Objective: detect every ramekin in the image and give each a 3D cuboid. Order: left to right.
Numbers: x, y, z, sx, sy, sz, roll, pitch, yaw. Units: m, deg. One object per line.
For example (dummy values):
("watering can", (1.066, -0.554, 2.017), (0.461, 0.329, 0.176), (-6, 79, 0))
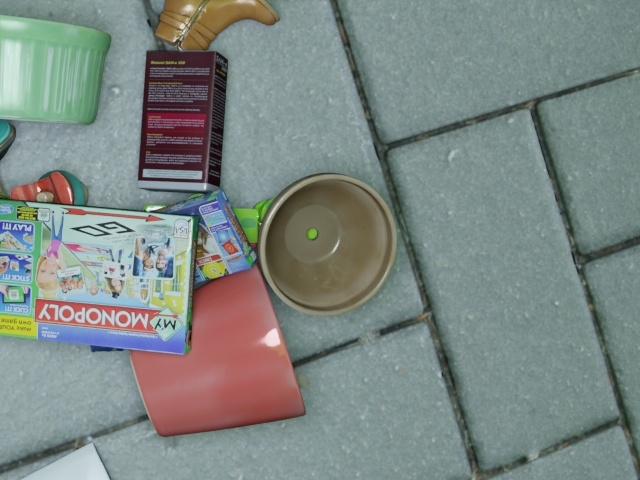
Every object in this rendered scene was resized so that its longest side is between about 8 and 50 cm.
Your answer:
("ramekin", (-0.486, -0.264, 1.519), (0.303, 0.303, 0.148), (3, 96, -15))

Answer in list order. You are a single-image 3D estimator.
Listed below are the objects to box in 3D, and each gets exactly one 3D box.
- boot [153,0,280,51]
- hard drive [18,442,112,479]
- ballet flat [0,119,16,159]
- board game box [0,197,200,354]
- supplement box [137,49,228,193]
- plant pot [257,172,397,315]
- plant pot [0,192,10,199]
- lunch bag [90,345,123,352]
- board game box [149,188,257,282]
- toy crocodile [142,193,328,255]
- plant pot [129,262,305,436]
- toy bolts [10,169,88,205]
("boot", (-0.185, -0.385, 1.718), (0.197, 0.073, 0.152), (25, 87, -9))
("hard drive", (-0.487, 0.521, 1.595), (0.353, 0.047, 0.233), (-27, 76, -13))
("ballet flat", (-0.615, -0.105, 1.585), (0.280, 0.095, 0.096), (-24, 139, -4))
("board game box", (-0.351, 0.053, 1.498), (0.317, 0.046, 0.213), (5, 94, 7))
("supplement box", (-0.236, -0.203, 1.670), (0.130, 0.073, 0.239), (4, 88, 14))
("plant pot", (0.000, 0.000, 1.626), (0.237, 0.110, 0.237), (-4, 102, -18))
("plant pot", (-0.542, -0.042, 1.606), (0.083, 0.079, 0.083), (0, 88, -16))
("lunch bag", (-0.357, 0.138, 1.646), (0.065, 0.067, 0.098), (-1, 124, -16))
("board game box", (-0.222, 0.005, 1.599), (0.201, 0.035, 0.136), (-14, 113, 24))
("toy crocodile", (-0.150, -0.025, 1.692), (0.341, 0.115, 0.105), (2, 89, -15))
("plant pot", (-0.180, 0.197, 1.622), (0.243, 0.275, 0.275), (-18, 94, -4))
("toy bolts", (-0.434, 0.001, 1.608), (0.218, 0.158, 0.228), (-14, 93, 8))
